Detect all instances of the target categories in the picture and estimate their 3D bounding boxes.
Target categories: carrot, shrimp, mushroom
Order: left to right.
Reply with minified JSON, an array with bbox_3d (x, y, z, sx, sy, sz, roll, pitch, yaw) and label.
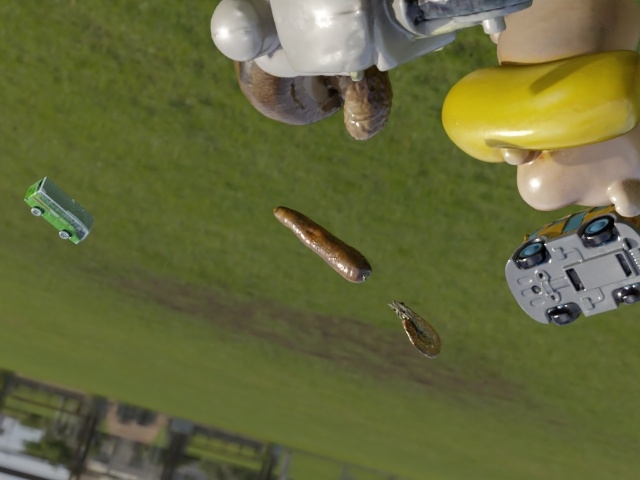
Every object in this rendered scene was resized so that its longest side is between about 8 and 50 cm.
[{"bbox_3d":[0.000,0.001,1.428,0.165,0.035,0.036,37,-178,35],"label":"carrot"},{"bbox_3d":[0.002,-0.342,1.934,0.239,0.345,0.345,7,166,22],"label":"mushroom"},{"bbox_3d":[0.141,0.133,1.785,0.108,0.059,0.023,41,129,-17],"label":"shrimp"}]

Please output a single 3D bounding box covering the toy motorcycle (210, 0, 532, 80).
[{"bbox_3d":[0.034,-0.171,0.846,0.223,0.108,0.340,-13,-166,1],"label":"toy motorcycle"}]

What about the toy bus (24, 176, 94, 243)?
[{"bbox_3d":[-0.297,-0.034,1.377,0.037,0.031,0.083,-29,123,30],"label":"toy bus"}]

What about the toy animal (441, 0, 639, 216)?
[{"bbox_3d":[0.322,-0.164,1.594,0.277,0.345,0.247,-24,125,23],"label":"toy animal"}]

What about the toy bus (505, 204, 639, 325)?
[{"bbox_3d":[0.372,0.022,1.675,0.209,0.136,0.126,-21,110,34],"label":"toy bus"}]
